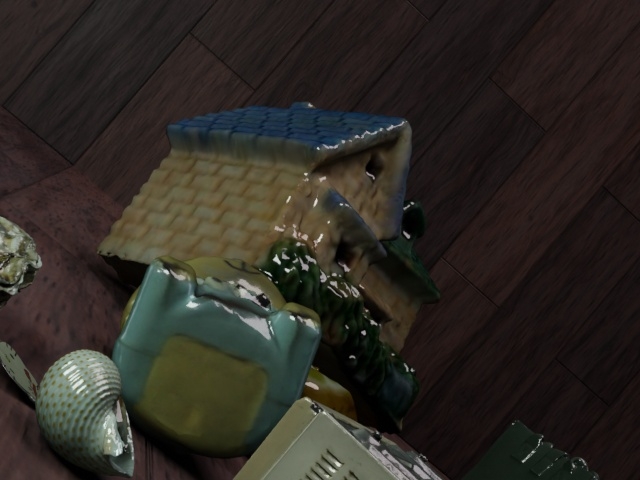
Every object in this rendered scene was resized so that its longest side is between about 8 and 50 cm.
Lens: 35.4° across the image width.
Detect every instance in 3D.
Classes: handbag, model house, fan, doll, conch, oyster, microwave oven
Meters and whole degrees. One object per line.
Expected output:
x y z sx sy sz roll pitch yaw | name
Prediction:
0.362 0.474 1.828 0.079 0.260 0.247 47 -6 -29 | handbag
0.000 0.000 1.485 0.395 0.400 0.445 6 -32 43 | model house
-0.213 0.079 0.680 0.083 0.004 0.056 57 -7 -24 | fan
-0.099 0.098 0.922 0.177 0.161 0.261 19 2 -8 | doll
-0.148 0.113 0.633 0.076 0.057 0.085 70 5 -50 | conch
-0.274 0.012 0.747 0.125 0.064 0.177 26 10 -8 | oyster
0.048 0.227 0.694 0.194 0.145 0.240 36 -4 25 | microwave oven

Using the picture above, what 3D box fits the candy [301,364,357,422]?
-0.074 0.163 1.173 0.260 0.118 0.260 39 -3 3 | candy
